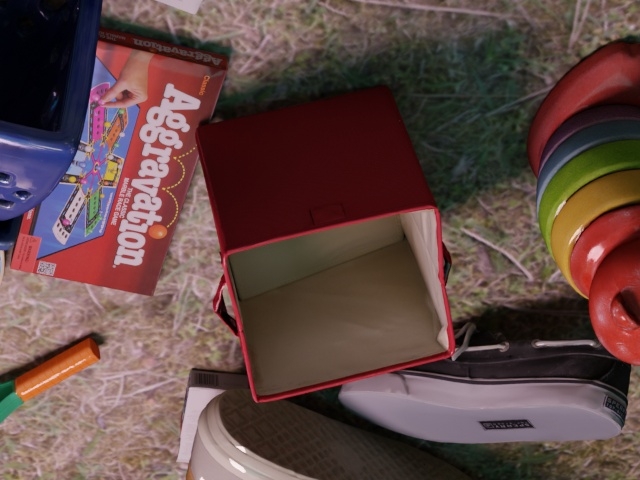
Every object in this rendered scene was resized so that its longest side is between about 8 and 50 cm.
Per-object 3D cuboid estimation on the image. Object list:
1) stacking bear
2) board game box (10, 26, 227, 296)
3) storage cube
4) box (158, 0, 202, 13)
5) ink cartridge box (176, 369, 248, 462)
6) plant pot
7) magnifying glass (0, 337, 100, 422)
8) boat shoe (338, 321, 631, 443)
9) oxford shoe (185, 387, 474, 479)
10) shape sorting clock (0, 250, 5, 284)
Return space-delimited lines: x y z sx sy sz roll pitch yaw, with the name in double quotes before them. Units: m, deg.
"stacking bear" 0.278 -0.009 1.552 0.164 0.289 0.175 -33 124 22
"board game box" -0.192 -0.069 1.649 0.145 0.027 0.281 11 128 -13
"storage cube" 0.000 0.000 1.593 0.215 0.193 0.183 -13 130 -3
"box" -0.146 -0.306 1.397 0.181 0.119 0.182 19 126 -17
"ink cartridge box" -0.116 0.189 1.864 0.063 0.029 0.115 6 130 -9
"plant pot" -0.321 -0.132 1.452 0.236 0.236 0.212 14 143 -15
"magnifying glass" -0.329 0.166 1.808 0.231 0.092 0.026 -31 122 8
"boat shoe" 0.166 0.137 1.786 0.306 0.105 0.113 -5 146 33
"oxford shoe" 0.047 0.294 1.862 0.449 0.169 0.130 26 119 -22
"shape sorting clock" -0.407 0.012 1.696 0.206 0.040 0.206 -2 129 -2
